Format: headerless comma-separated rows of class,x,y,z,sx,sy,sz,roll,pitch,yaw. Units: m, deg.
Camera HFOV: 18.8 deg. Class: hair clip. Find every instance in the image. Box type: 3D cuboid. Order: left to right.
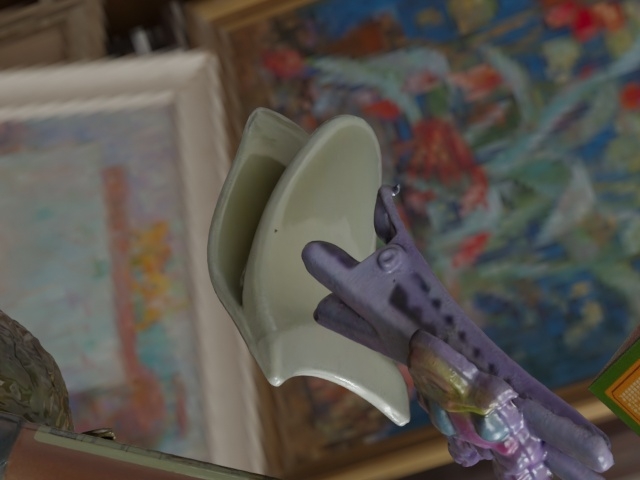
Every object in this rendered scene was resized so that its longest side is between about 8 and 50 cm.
hair clip,-0.014,0.009,1.632,0.172,0.113,0.282,21,65,-44
hair clip,0.081,0.080,1.229,0.278,0.090,0.137,51,-16,39

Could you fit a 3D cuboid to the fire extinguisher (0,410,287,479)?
fire extinguisher,-0.047,0.191,1.062,0.200,0.376,0.113,99,4,-66

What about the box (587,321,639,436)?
box,0.359,0.104,1.569,0.195,0.148,0.177,43,45,6

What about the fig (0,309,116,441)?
fig,-0.332,0.197,1.885,0.286,0.368,0.286,0,89,-42
